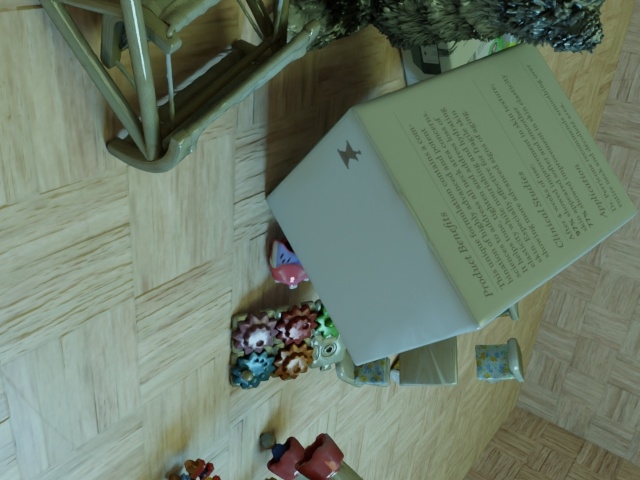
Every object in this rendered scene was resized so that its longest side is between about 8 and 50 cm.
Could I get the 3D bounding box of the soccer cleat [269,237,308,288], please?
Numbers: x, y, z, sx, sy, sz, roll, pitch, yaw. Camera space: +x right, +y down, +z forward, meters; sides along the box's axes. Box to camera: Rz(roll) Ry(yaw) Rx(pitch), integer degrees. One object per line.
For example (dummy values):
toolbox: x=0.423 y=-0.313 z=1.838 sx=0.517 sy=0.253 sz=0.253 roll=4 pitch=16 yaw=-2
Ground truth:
soccer cleat: x=0.000 y=0.000 z=1.218 sx=0.248 sy=0.083 sz=0.095 roll=-32 pitch=131 yaw=-42

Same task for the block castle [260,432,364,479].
block castle: x=-0.128 y=0.563 z=1.202 sx=0.453 sy=0.213 sz=0.303 roll=-47 pitch=-178 yaw=-26

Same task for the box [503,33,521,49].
box: x=0.487 y=-0.554 z=1.656 sx=0.109 sy=0.042 sz=0.178 roll=-42 pitch=143 yaw=-37

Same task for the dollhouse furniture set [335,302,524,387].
dollhouse furniture set: x=0.209 y=0.094 z=1.363 sx=0.256 sy=0.362 sz=0.394 roll=44 pitch=44 yaw=-60

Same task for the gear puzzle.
gear puzzle: x=-0.003 y=0.189 z=1.230 sx=0.338 sy=0.044 sz=0.176 roll=-8 pitch=121 yaw=-26

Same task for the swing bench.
swing bench: x=-0.138 y=-0.236 z=0.737 sx=0.253 sy=0.165 sz=0.255 roll=-50 pitch=147 yaw=-28

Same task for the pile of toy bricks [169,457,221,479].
pile of toy bricks: x=-0.264 y=0.453 z=1.102 sx=0.105 sy=0.118 sz=0.212 roll=35 pitch=96 yaw=-32

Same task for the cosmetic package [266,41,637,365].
cosmetic package: x=0.195 y=-0.055 z=1.049 sx=0.393 sy=0.329 sz=0.327 roll=-26 pitch=175 yaw=-31

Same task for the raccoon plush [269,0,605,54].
raccoon plush: x=0.186 y=-0.310 z=0.930 sx=0.446 sy=0.299 sz=0.216 roll=-38 pitch=136 yaw=-7

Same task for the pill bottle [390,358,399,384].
pill bottle: x=0.253 y=0.353 z=1.886 sx=0.116 sy=0.065 sz=0.065 roll=-48 pitch=146 yaw=-30

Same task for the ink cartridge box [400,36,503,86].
ink cartridge box: x=0.255 y=-0.428 z=1.283 sx=0.211 sy=0.121 sz=0.289 roll=-54 pitch=148 yaw=-21
